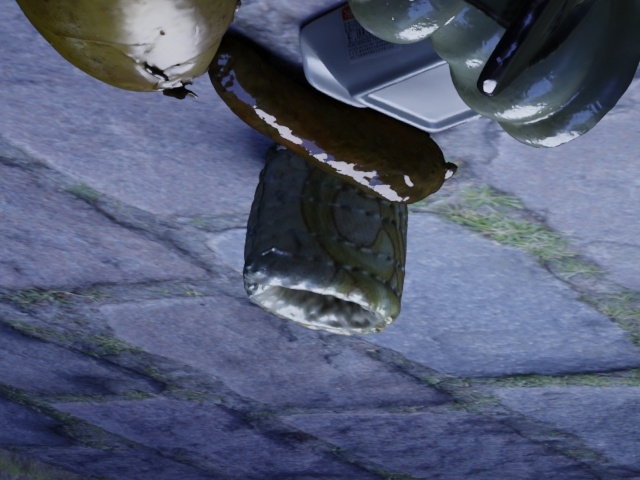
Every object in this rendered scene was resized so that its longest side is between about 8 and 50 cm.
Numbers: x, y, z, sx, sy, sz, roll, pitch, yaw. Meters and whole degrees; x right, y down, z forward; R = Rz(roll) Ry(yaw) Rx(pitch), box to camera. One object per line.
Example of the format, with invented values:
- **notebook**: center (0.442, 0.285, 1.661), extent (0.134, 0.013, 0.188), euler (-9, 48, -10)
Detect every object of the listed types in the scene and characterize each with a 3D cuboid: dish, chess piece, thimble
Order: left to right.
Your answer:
- **thimble**: center (0.000, 0.000, 1.544), extent (0.137, 0.143, 0.190), euler (-11, 154, 44)
- **dish**: center (0.082, -0.133, 1.251), extent (0.154, 0.064, 0.234), euler (19, 159, -33)
- **chess piece**: center (0.078, -0.174, 1.042), extent (0.251, 0.144, 0.144), euler (26, 155, -30)

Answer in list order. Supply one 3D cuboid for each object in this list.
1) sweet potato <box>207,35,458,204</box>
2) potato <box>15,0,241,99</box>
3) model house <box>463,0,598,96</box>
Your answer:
- **sweet potato**: center (0.002, -0.099, 1.380), extent (0.273, 0.075, 0.075), euler (25, 155, -32)
- **potato**: center (-0.139, -0.198, 1.026), extent (0.173, 0.140, 0.300), euler (9, 157, 17)
- **model house**: center (0.062, -0.250, 0.855), extent (0.278, 0.218, 0.205), euler (37, -154, 6)
